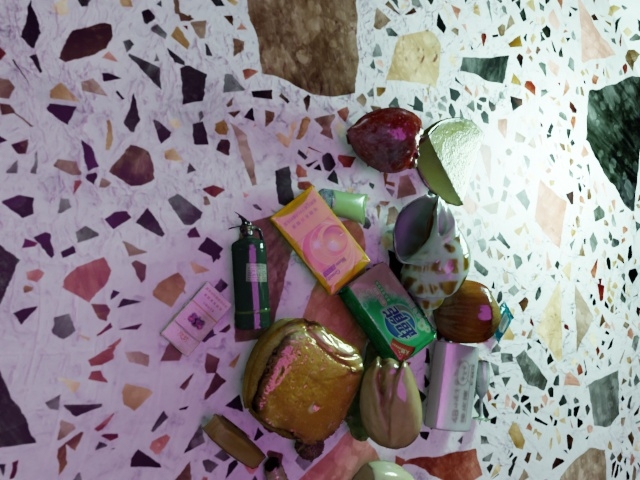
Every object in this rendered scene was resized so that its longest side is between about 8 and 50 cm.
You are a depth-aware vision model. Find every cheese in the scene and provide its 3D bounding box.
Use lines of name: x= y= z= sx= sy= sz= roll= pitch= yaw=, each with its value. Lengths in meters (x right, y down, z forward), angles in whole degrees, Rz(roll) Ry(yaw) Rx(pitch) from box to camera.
cheese: x=0.172 y=0.770 z=1.391 sx=0.233 sy=0.127 sz=0.266 roll=44 pitch=69 yaw=-21

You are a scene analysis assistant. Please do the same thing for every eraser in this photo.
eraser: x=0.425 y=0.467 z=1.579 sx=0.173 sy=0.094 sz=0.271 roll=16 pitch=80 yaw=-32

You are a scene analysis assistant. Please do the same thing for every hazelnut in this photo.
hazelnut: x=0.474 y=0.235 z=1.569 sx=0.210 sy=0.186 sz=0.210 roll=-11 pitch=108 yaw=-38

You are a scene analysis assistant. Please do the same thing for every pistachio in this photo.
pistachio: x=0.187 y=0.439 z=1.298 sx=0.182 sy=0.162 sz=0.293 roll=-68 pitch=149 yaw=-60

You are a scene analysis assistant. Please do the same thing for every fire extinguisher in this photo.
fire extinguisher: x=-0.180 y=0.074 z=1.249 sx=0.118 sy=0.093 sz=0.295 roll=-2 pitch=88 yaw=-46

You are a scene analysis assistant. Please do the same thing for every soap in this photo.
soap: x=0.186 y=0.213 z=1.409 sx=0.217 sy=0.098 sz=0.274 roll=-30 pitch=80 yaw=-24

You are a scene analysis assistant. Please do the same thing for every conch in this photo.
conch: x=0.325 y=0.060 z=1.486 sx=0.249 sy=0.197 sz=0.369 roll=14 pitch=75 yaw=4

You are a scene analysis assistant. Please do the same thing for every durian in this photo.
durian: x=-0.028 y=0.550 z=1.318 sx=0.091 sy=0.080 sz=0.080 roll=-28 pitch=103 yaw=-60

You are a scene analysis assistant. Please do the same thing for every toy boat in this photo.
toy boat: x=-0.209 y=0.498 z=1.212 sx=0.057 sy=0.077 sz=0.200 roll=-46 pitch=113 yaw=-11

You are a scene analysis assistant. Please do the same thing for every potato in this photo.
potato: x=0.441 y=-0.285 z=1.624 sx=0.255 sy=0.112 sz=0.270 roll=-40 pitch=110 yaw=-30

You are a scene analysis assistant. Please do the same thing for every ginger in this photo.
ginger: x=0.150 y=0.431 z=1.424 sx=0.137 sy=0.089 sz=0.290 roll=48 pitch=59 yaw=-43

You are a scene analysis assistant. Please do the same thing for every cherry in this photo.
cherry: x=0.190 y=-0.299 z=1.437 sx=0.249 sy=0.192 sz=0.175 roll=4 pitch=47 yaw=-20

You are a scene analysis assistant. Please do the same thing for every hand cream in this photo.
hand cream: x=0.064 y=-0.105 z=1.428 sx=0.174 sy=0.046 sz=0.095 roll=9 pitch=84 yaw=-35

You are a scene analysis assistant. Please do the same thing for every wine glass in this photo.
wine glass: x=0.550 y=0.507 z=1.667 sx=0.066 sy=0.066 sz=0.198 roll=6 pitch=83 yaw=-30

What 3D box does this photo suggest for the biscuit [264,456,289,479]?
biscuit: x=-0.092 y=0.673 z=1.279 sx=0.055 sy=0.061 sz=0.219 roll=-25 pitch=100 yaw=-29

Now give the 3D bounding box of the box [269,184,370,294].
box: x=0.000 y=0.000 z=1.342 sx=0.152 sy=0.043 sz=0.269 roll=-40 pitch=96 yaw=-11

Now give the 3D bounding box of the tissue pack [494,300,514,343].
tissue pack: x=0.648 y=0.293 z=1.758 sx=0.138 sy=0.027 sz=0.085 roll=-44 pitch=112 yaw=-30

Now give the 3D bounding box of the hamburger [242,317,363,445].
hamburger: x=-0.049 y=0.357 z=1.256 sx=0.304 sy=0.174 sz=0.284 roll=39 pitch=66 yaw=-22

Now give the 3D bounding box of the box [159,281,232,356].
box: x=-0.304 y=0.192 z=1.204 sx=0.090 sy=0.024 sz=0.167 roll=48 pitch=65 yaw=-20
